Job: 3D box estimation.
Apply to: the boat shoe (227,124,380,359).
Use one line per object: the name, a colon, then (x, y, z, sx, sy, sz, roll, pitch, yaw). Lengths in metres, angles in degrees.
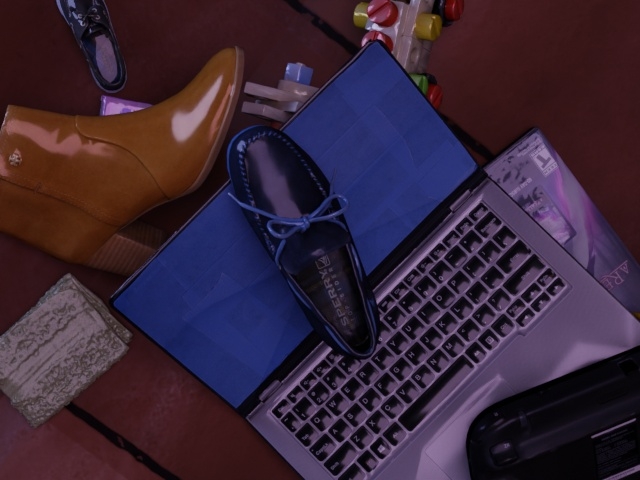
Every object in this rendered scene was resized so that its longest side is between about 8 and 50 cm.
boat shoe: (0.000, 0.000, 1.705, 0.109, 0.089, 0.258, -35, 108, -4)

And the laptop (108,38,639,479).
laptop: (0.075, 0.085, 1.798, 0.382, 0.236, 0.408, -45, 80, 0)

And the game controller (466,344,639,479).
game controller: (0.306, 0.201, 1.851, 0.319, 0.067, 0.166, -20, 131, -13)

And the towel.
towel: (-0.285, 0.119, 1.865, 0.148, 0.027, 0.110, -44, 99, -8)

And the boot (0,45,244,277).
boot: (-0.222, -0.104, 1.800, 0.211, 0.104, 0.295, 23, 109, -14)

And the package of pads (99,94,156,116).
package of pads: (-0.200, -0.125, 1.871, 0.083, 0.032, 0.050, 11, 93, -10)

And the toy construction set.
toy construction set: (0.055, -0.235, 1.830, 0.151, 0.215, 0.327, 30, 96, 26)

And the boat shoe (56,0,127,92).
boat shoe: (-0.242, -0.227, 1.856, 0.049, 0.040, 0.142, -25, 96, -9)

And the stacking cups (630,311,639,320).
stacking cups: (0.493, 0.118, 1.965, 0.316, 0.096, 0.096, -3, 92, -18)

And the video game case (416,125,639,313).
video game case: (0.248, 0.038, 1.960, 0.196, 0.026, 0.274, -38, 97, -7)
